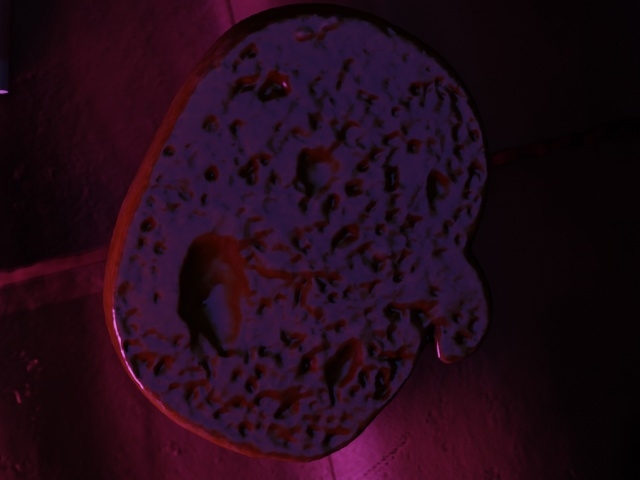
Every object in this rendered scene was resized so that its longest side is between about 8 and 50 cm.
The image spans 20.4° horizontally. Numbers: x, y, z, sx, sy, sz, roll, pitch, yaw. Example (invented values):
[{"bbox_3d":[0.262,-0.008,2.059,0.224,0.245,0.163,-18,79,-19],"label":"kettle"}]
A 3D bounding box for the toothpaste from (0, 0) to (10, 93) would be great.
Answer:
[{"bbox_3d":[-0.264,-0.219,1.403,0.056,0.036,0.205,0,89,-9],"label":"toothpaste"}]

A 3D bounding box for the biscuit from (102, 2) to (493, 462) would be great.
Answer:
[{"bbox_3d":[0.000,0.000,1.441,0.314,0.063,0.367,25,89,-12],"label":"biscuit"}]
